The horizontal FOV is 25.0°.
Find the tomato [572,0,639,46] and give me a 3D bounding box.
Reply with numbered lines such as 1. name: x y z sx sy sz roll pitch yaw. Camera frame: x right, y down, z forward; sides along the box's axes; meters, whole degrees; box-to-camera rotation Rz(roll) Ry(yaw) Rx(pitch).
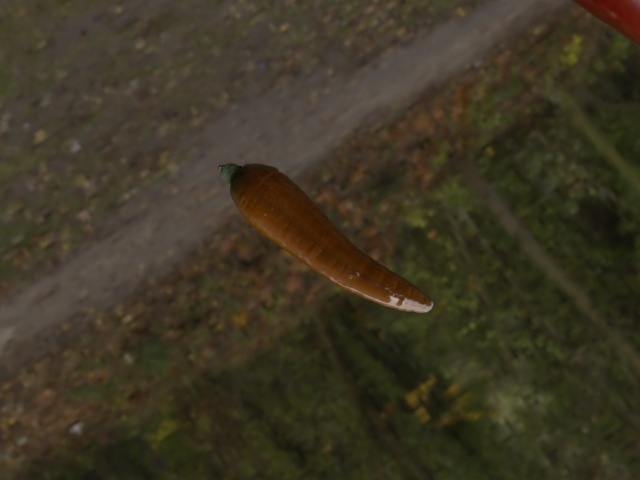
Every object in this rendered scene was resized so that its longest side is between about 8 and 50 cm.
1. tomato: 0.197 -0.214 0.591 0.290 0.325 0.293 -45 166 -31

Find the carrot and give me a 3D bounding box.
1. carrot: 0.000 0.000 0.793 0.035 0.142 0.035 -49 168 -14
